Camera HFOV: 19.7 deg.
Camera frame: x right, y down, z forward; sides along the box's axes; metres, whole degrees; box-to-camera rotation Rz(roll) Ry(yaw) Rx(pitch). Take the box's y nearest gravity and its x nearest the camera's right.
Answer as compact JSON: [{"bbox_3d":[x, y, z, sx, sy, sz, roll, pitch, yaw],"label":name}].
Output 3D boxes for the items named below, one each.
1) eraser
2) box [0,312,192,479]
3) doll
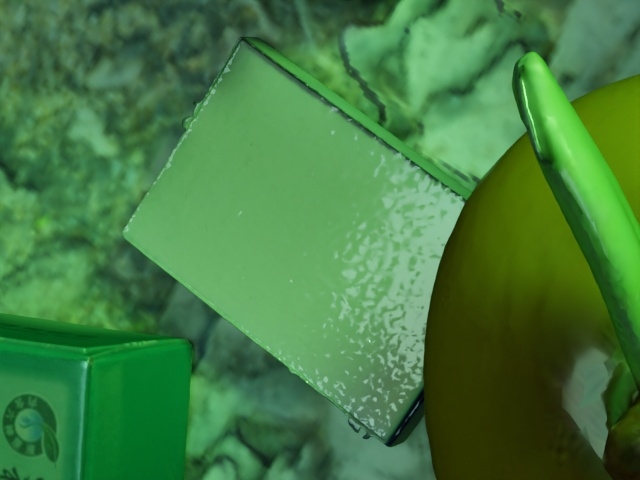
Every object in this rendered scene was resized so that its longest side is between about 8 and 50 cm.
[{"bbox_3d":[0.000,0.000,0.750,0.150,0.023,0.104,37,105,17],"label":"eraser"},{"bbox_3d":[-0.147,0.154,0.782,0.153,0.092,0.245,7,94,23],"label":"box"},{"bbox_3d":[0.118,0.046,0.587,0.213,0.236,0.213,1,92,25],"label":"doll"}]
